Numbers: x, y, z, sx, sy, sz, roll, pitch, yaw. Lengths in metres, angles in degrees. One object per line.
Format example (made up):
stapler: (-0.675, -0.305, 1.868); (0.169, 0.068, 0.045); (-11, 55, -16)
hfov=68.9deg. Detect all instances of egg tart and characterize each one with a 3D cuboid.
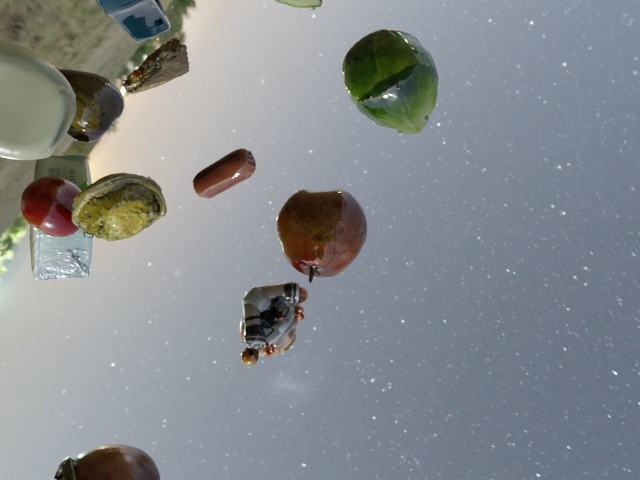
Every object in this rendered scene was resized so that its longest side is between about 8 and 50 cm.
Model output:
egg tart: (-0.586, -0.074, 1.366); (0.291, 0.290, 0.107); (-43, -116, 23)

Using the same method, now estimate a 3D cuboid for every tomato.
tomato: (-0.809, -0.105, 1.433); (0.136, 0.195, 0.195); (-16, -136, 20)

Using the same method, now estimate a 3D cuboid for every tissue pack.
tissue pack: (-0.971, -0.095, 1.756); (0.405, 0.205, 0.332); (53, -45, 48)

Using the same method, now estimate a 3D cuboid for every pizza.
pizza: (-0.361, -0.416, 1.074); (0.198, 0.062, 0.188); (-16, -159, 49)

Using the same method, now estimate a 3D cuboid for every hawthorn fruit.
hawthorn fruit: (0.000, 0.000, 1.389); (0.277, 0.277, 0.298); (-27, -137, 42)

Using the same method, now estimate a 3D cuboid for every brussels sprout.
brussels sprout: (0.187, -0.395, 1.182); (0.219, 0.271, 0.210); (-27, -135, 23)

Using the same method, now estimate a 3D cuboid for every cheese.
cheese: (-0.736, -0.327, 1.123); (0.127, 0.233, 0.266); (31, -89, 45)

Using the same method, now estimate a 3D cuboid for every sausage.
sausage: (-0.244, -0.166, 1.173); (0.194, 0.077, 0.077); (-23, -139, 24)

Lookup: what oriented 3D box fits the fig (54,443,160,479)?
fig: (-0.408, 0.474, 0.873); (0.205, 0.205, 0.205); (-38, -147, 31)

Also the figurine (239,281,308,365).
figurine: (-0.174, 0.272, 1.568); (0.320, 0.196, 0.323); (-48, 163, -26)

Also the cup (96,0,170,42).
cup: (-0.267, -0.429, 0.530); (0.242, 0.307, 0.292); (-52, -165, 3)

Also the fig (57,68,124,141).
fig: (-0.773, -0.460, 1.423); (0.216, 0.321, 0.217); (-17, -127, 24)

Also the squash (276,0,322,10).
squash: (-0.070, -0.607, 0.878); (0.203, 0.111, 0.289); (-11, 95, -81)
